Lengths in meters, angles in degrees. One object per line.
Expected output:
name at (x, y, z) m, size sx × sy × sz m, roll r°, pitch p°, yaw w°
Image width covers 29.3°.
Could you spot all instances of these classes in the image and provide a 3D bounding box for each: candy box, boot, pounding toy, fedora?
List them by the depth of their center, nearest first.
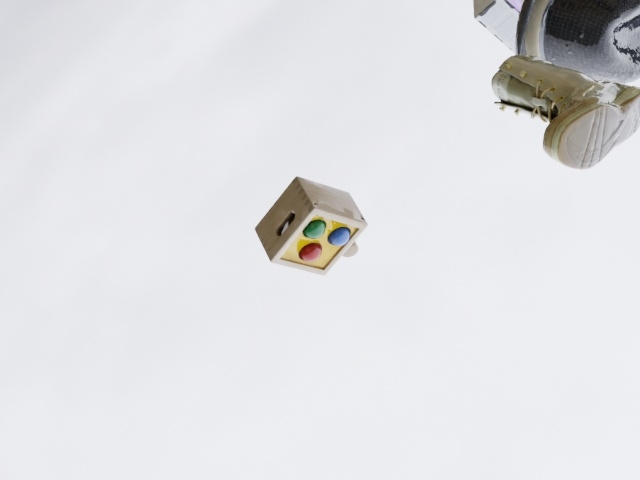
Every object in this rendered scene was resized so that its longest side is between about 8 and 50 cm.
boot at (0.265, -0.154, 1.415) m, size 0.165 × 0.077 × 0.213 m, roll 26°, pitch -148°, yaw 28°
fedora at (0.449, -0.335, 1.913) m, size 0.152 × 0.334 × 0.334 m, roll 30°, pitch -110°, yaw 34°
pounding toy at (-0.001, 0.008, 2.078) m, size 0.181 × 0.206 × 0.094 m, roll -50°, pitch -133°, yaw 25°
candy box at (0.376, -0.418, 2.290) m, size 0.070 × 0.196 × 0.165 m, roll -40°, pitch -153°, yaw 31°
